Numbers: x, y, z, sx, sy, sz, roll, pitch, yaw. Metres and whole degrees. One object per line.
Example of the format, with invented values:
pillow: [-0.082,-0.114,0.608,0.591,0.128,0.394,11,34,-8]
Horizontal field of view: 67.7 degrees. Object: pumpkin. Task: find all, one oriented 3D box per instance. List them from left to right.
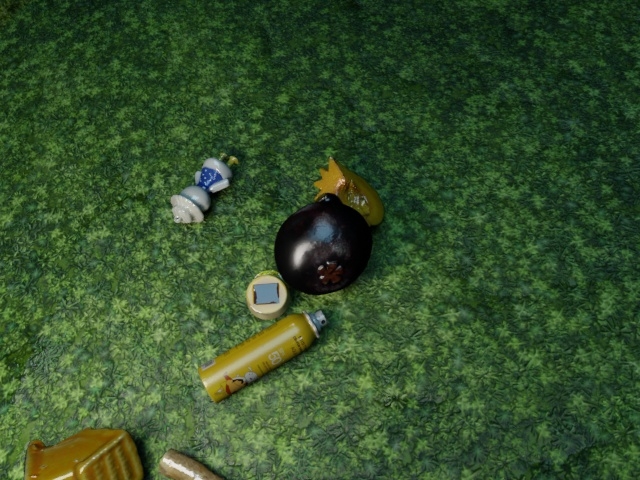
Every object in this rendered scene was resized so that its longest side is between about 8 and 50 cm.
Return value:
pumpkin: [0.089,-0.119,1.467,0.149,0.130,0.253,-7,62,-53]

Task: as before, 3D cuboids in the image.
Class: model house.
model house: [-0.531,0.570,1.101,0.239,0.173,0.267,-17,93,-20]

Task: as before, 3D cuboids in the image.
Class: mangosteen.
mangosteen: [0.000,0.000,1.318,0.275,0.274,0.302,-14,39,-4]

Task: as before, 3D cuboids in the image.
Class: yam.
yam: [-0.245,0.578,1.117,0.300,0.066,0.066,21,65,13]

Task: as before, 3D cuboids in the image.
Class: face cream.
face cream: [-0.138,0.286,1.243,0.349,0.105,0.105,-29,64,-12]

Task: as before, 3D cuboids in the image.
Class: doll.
doll: [-0.365,-0.163,1.500,0.139,0.119,0.293,19,58,22]

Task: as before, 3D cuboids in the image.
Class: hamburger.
hamburger: [-0.147,0.150,1.331,0.127,0.081,0.141,-20,74,-5]
